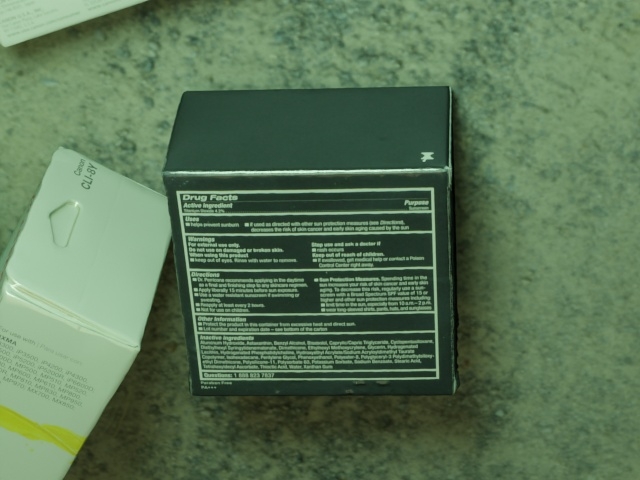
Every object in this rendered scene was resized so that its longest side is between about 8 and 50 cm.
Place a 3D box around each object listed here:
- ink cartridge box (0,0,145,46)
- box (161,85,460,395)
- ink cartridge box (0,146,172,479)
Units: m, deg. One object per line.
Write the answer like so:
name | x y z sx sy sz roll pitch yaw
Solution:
ink cartridge box | -0.255 -0.393 1.709 0.308 0.091 0.385 -15 127 17
box | 0.000 0.000 1.917 0.296 0.183 0.294 0 126 5
ink cartridge box | -0.319 0.133 1.987 0.160 0.279 0.385 25 124 -12
